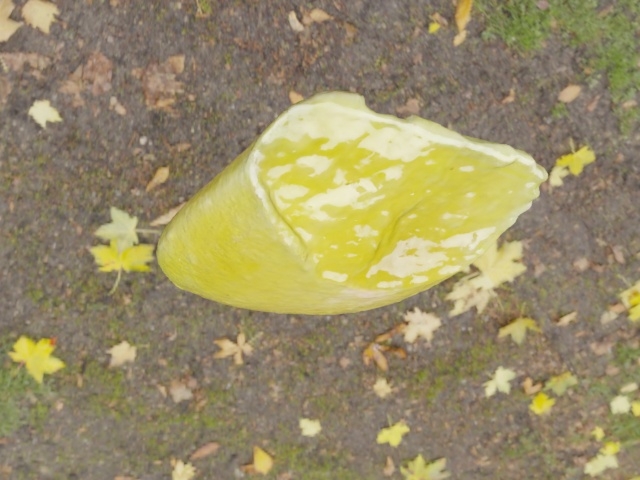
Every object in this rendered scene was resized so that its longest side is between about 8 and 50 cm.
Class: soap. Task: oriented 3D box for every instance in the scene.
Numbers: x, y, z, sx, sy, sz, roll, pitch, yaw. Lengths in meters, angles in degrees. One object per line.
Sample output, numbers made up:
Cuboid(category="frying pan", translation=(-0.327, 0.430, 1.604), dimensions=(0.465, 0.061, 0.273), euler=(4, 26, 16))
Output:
Cuboid(category="soap", translation=(0.000, 0.003, 0.783), dimensions=(0.306, 0.115, 0.427), euler=(3, 161, -22))
